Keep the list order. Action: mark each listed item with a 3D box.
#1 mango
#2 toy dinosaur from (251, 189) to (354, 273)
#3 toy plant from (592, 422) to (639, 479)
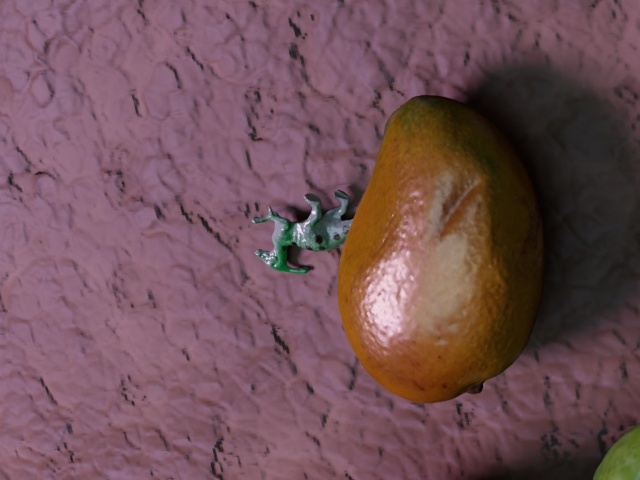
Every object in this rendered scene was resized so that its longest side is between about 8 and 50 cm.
[{"bbox_3d":[0.069,0.009,0.910,0.115,0.089,0.165,28,113,19],"label":"mango"},{"bbox_3d":[0.000,0.000,0.971,0.083,0.021,0.062,20,126,4],"label":"toy dinosaur"},{"bbox_3d":[0.158,0.209,0.908,0.315,0.184,0.224,-17,84,17],"label":"toy plant"}]
